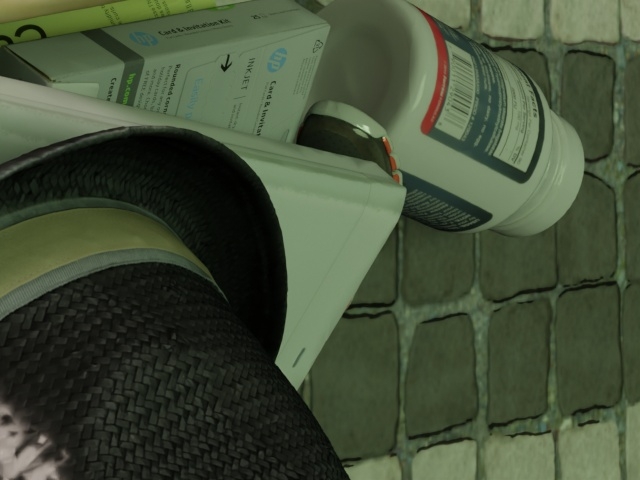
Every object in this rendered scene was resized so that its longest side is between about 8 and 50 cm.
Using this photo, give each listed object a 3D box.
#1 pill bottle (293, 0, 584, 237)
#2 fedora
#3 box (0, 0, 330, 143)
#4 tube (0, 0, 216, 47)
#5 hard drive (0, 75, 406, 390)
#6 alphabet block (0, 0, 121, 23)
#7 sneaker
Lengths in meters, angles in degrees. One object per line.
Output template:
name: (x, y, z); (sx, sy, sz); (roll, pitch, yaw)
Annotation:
pill bottle: (0.069, -0.063, 1.064); (0.180, 0.108, 0.108); (23, 74, -47)
fedora: (-0.083, 0.115, 0.734); (0.334, 0.152, 0.334); (-41, 152, -27)
box: (-0.085, -0.037, 0.891); (0.186, 0.038, 0.145); (-18, 136, -46)
tube: (-0.149, -0.069, 0.857); (0.240, 0.062, 0.070); (-30, 78, -39)
hard drive: (-0.113, 0.033, 0.838); (0.307, 0.040, 0.203); (10, 117, -49)
alphabet block: (-0.084, -0.207, 0.783); (0.193, 0.197, 0.192); (-51, 129, -59)
sneaker: (0.000, 0.000, 0.974); (0.065, 0.061, 0.158); (-56, 162, -45)
